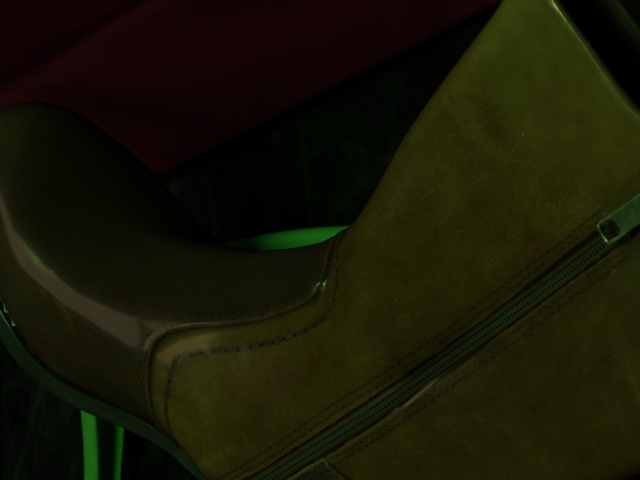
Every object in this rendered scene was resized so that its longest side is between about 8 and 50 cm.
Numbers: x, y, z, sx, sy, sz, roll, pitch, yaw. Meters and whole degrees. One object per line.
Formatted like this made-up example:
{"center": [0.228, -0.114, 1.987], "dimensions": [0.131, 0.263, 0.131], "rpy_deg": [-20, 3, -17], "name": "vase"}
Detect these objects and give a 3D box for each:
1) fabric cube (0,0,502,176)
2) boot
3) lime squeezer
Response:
{"center": [-0.110, -0.184, 0.747], "dimensions": [0.258, 0.259, 0.254], "rpy_deg": [-22, 68, 50], "name": "fabric cube"}
{"center": [0.000, 0.000, 0.639], "dimensions": [0.264, 0.096, 0.280], "rpy_deg": [58, 141, 14], "name": "boot"}
{"center": [-0.067, 0.049, 0.838], "dimensions": [0.310, 0.059, 0.110], "rpy_deg": [-50, 49, 40], "name": "lime squeezer"}
